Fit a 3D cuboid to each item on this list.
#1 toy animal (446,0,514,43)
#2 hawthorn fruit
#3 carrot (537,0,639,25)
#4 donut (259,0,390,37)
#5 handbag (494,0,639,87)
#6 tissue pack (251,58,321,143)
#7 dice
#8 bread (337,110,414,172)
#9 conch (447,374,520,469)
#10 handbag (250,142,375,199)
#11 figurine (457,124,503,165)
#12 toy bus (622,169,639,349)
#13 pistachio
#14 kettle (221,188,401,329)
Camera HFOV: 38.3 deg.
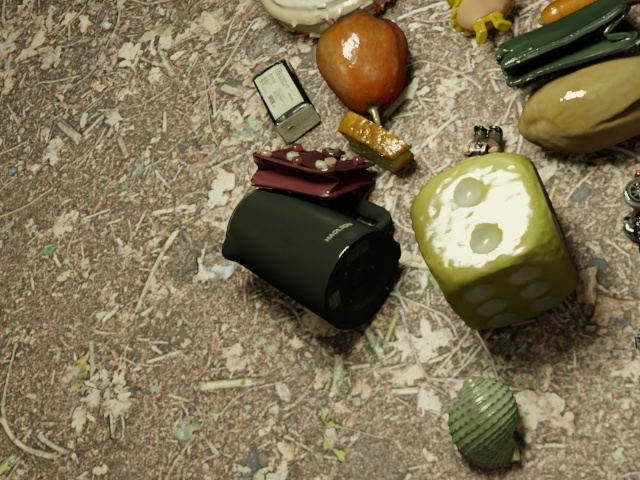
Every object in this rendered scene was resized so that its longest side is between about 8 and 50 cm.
[{"bbox_3d":[0.326,-0.520,1.947,0.156,0.156,0.230,-27,59,12],"label":"toy animal"},{"bbox_3d":[0.098,-0.355,1.956,0.199,0.199,0.251,-16,75,19],"label":"hawthorn fruit"},{"bbox_3d":[0.570,-0.488,1.856,0.271,0.062,0.066,-16,26,15],"label":"carrot"},{"bbox_3d":[0.033,-0.639,2.154,0.383,0.142,0.382,-12,61,22],"label":"donut"},{"bbox_3d":[0.461,-0.374,1.750,0.260,0.079,0.247,-22,14,17],"label":"handbag"},{"bbox_3d":[-0.078,-0.317,2.076,0.103,0.090,0.170,-32,57,9],"label":"tissue pack"},{"bbox_3d":[0.309,0.004,1.618,0.227,0.238,0.233,-23,57,17],"label":"dice"},{"bbox_3d":[0.118,-0.201,1.906,0.187,0.103,0.065,33,82,34],"label":"bread"},{"bbox_3d":[0.272,0.307,1.568,0.135,0.102,0.153,-28,55,29],"label":"conch"},{"bbox_3d":[-0.014,-0.147,1.884,0.203,0.216,0.074,14,109,27],"label":"handbag"},{"bbox_3d":[0.305,-0.143,1.784,0.114,0.108,0.196,10,64,27],"label":"figurine"},{"bbox_3d":[0.588,0.041,1.521,0.153,0.143,0.329,-6,61,13],"label":"toy bus"},{"bbox_3d":[0.508,-0.252,1.701,0.293,0.162,0.181,-21,27,19],"label":"pistachio"},{"bbox_3d":[-0.008,-0.004,1.813,0.308,0.203,0.262,28,82,38],"label":"kettle"}]
